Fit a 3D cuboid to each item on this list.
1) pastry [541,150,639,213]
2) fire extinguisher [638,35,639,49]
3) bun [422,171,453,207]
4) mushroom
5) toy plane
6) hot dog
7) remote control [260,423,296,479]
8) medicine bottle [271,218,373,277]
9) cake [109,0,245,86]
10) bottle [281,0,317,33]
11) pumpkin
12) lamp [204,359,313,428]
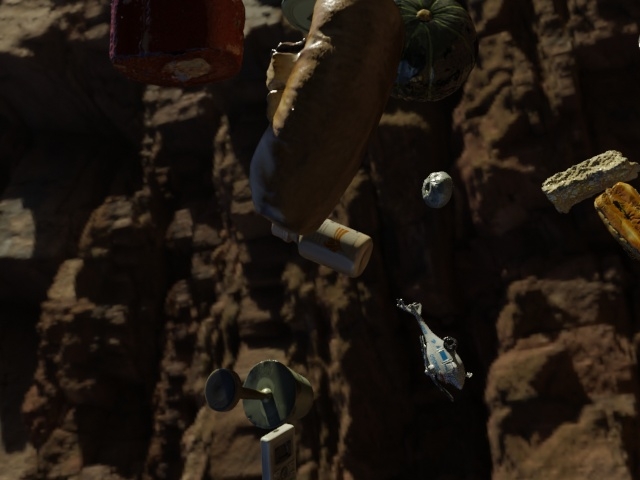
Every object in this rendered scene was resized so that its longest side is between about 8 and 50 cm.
[{"bbox_3d":[0.719,-0.164,2.349,0.121,0.258,0.089,17,-129,-47],"label":"pastry"},{"bbox_3d":[0.699,-0.404,1.777,0.141,0.105,0.341,15,-106,-65],"label":"fire extinguisher"},{"bbox_3d":[0.237,-0.105,1.810,0.045,0.083,0.083,12,-118,-26],"label":"bun"},{"bbox_3d":[0.021,-0.213,1.561,0.224,0.314,0.397,25,-125,-22],"label":"mushroom"},{"bbox_3d":[0.299,0.274,2.302,0.273,0.107,0.182,-114,1,-47],"label":"toy plane"},{"bbox_3d":[0.742,-0.033,2.076,0.072,0.109,0.269,40,-159,-50],"label":"hot dog"},{"bbox_3d":[-0.079,0.461,1.716,0.087,0.029,0.190,-16,-72,-54],"label":"remote control"},{"bbox_3d":[0.000,0.000,2.216,0.114,0.252,0.114,-57,-19,-33],"label":"medicine bottle"},{"bbox_3d":[-0.272,-0.391,1.697,0.177,0.283,0.151,17,-110,-69],"label":"cake"},{"bbox_3d":[0.046,-0.704,2.192,0.229,0.229,0.351,41,-121,-57],"label":"bottle"},{"bbox_3d":[0.270,-0.529,2.393,0.241,0.323,0.323,78,-167,-54],"label":"pumpkin"},{"bbox_3d":[-0.102,0.267,1.536,0.215,0.121,0.121,23,-122,-52],"label":"lamp"}]
